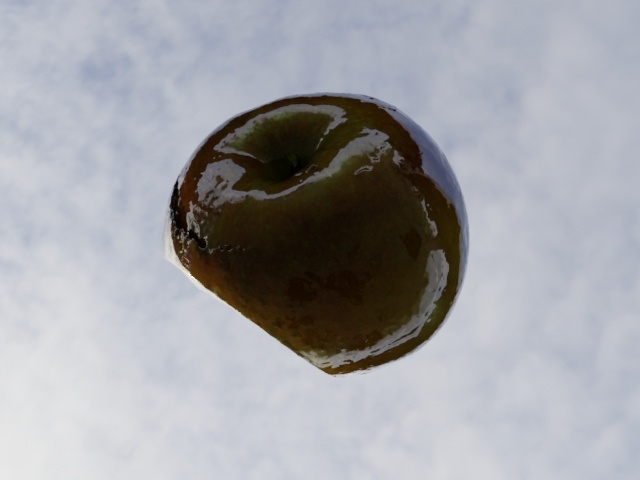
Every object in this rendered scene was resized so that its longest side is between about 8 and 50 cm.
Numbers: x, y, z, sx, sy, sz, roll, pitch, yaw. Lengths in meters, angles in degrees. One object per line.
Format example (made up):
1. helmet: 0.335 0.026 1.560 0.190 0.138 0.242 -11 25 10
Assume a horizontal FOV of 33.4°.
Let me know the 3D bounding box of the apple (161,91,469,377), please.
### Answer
1. apple: 0.000 0.000 1.377 0.384 0.374 0.374 -9 -74 15
